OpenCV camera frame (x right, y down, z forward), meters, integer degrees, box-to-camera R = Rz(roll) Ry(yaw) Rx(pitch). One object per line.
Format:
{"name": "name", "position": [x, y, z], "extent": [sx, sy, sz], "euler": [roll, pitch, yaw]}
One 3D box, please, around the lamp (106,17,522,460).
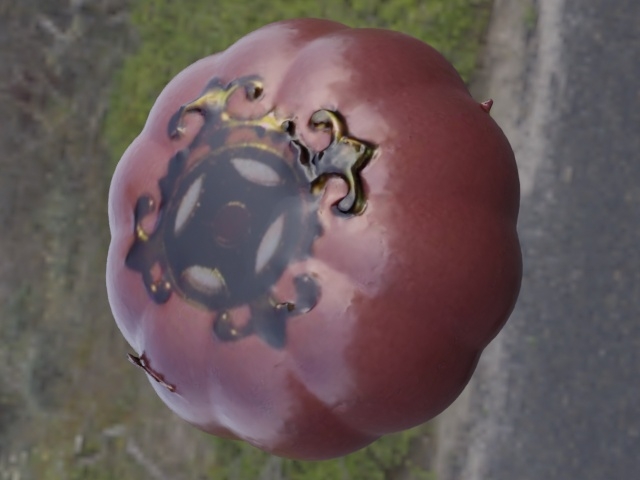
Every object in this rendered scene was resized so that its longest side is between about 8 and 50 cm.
{"name": "lamp", "position": [0.000, 0.000, 0.680], "extent": [0.140, 0.182, 0.182], "euler": [22, -109, -61]}
